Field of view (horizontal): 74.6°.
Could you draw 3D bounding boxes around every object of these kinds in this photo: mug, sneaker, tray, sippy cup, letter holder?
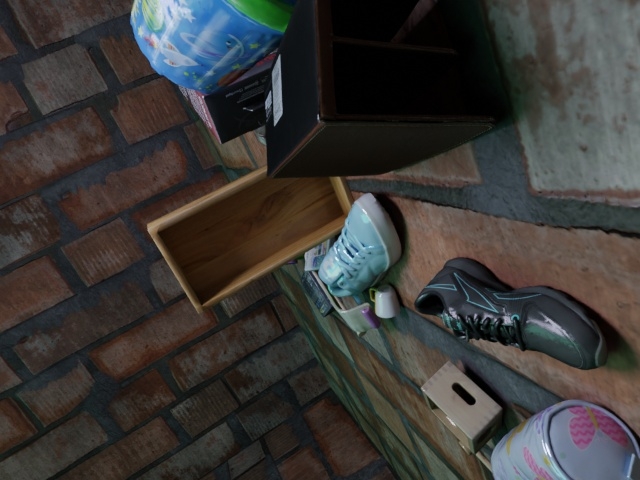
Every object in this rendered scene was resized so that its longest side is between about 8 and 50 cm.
[{"bbox_3d":[0.150,0.141,1.004,0.078,0.062,0.064,-1,118,22],"label":"mug"},{"bbox_3d":[0.071,0.043,0.907,0.135,0.150,0.366,52,165,25],"label":"sneaker"},{"bbox_3d":[-0.129,-0.040,0.907,0.076,0.410,0.203,29,146,63],"label":"tray"},{"bbox_3d":[-0.142,-0.334,0.580,0.224,0.240,0.305,-27,112,41],"label":"sippy cup"},{"bbox_3d":[0.236,0.108,0.563,0.267,0.106,0.101,27,143,63],"label":"sneaker"},{"bbox_3d":[0.055,-0.181,0.549,0.302,0.214,0.152,175,93,-74],"label":"letter holder"}]

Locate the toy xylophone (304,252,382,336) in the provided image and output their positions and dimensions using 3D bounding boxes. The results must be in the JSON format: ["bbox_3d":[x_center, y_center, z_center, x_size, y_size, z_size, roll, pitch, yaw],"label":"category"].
[{"bbox_3d":[0.062,0.140,1.203,0.323,0.081,0.236,55,180,37],"label":"toy xylophone"}]

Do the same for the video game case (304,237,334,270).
[{"bbox_3d":[0.000,0.000,1.115,0.143,0.019,0.158,163,116,-64],"label":"video game case"}]

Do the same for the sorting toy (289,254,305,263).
[{"bbox_3d":[-0.101,0.007,1.595,0.365,0.126,0.126,137,126,-74],"label":"sorting toy"}]

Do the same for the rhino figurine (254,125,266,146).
[{"bbox_3d":[-0.152,-0.345,1.092,0.106,0.073,0.243,45,158,38],"label":"rhino figurine"}]

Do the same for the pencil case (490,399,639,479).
[{"bbox_3d":[0.338,0.321,0.606,0.124,0.113,0.273,40,158,29],"label":"pencil case"}]

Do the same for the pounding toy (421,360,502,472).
[{"bbox_3d":[0.312,0.365,0.845,0.181,0.094,0.206,41,166,40],"label":"pounding toy"}]

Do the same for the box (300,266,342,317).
[{"bbox_3d":[-0.001,0.197,1.654,0.184,0.059,0.233,57,165,14],"label":"box"}]

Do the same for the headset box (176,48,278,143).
[{"bbox_3d":[-0.164,-0.334,0.854,0.293,0.218,0.110,51,163,37],"label":"headset box"}]
